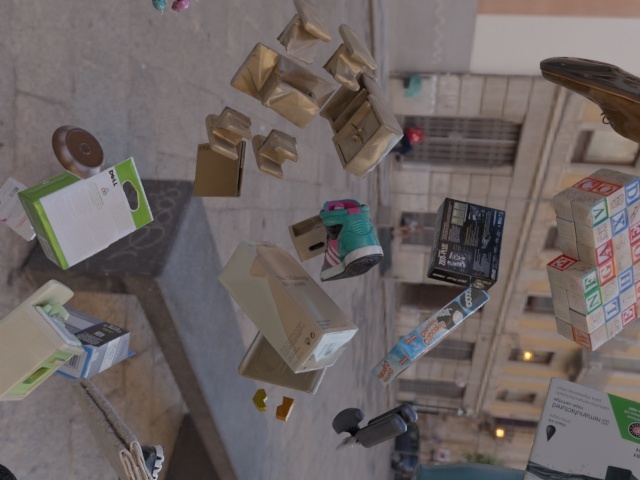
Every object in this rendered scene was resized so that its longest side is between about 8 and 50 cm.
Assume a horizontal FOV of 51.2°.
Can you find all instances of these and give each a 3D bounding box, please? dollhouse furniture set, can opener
[{"bbox_3d":[-0.024,-0.350,1.594,0.362,0.394,0.256,-47,-140,28],"label":"dollhouse furniture set"},{"bbox_3d":[0.103,0.408,1.494,0.076,0.095,0.283,-32,171,-37],"label":"can opener"}]

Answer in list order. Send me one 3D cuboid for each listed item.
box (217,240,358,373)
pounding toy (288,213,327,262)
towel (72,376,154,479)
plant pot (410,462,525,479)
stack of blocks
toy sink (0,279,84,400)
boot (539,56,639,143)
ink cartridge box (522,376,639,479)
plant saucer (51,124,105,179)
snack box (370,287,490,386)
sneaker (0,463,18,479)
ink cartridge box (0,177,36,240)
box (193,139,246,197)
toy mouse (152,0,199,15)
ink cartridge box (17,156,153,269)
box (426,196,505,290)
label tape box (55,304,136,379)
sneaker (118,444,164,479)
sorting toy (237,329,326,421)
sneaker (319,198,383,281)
[{"bbox_3d":[-0.078,0.143,1.518,0.148,0.311,0.121,1,128,-54],"label":"box"},{"bbox_3d":[0.000,0.000,1.814,0.130,0.141,0.100,-112,180,-67],"label":"pounding toy"},{"bbox_3d":[-0.409,0.402,1.337,0.049,0.282,0.187,-27,124,-29],"label":"towel"},{"bbox_3d":[0.311,0.601,1.431,0.271,0.255,0.271,12,90,-84],"label":"plant pot"},{"bbox_3d":[0.519,0.036,1.256,0.087,0.171,0.297,31,-35,56],"label":"stack of blocks"},{"bbox_3d":[-0.596,0.216,1.407,0.234,0.131,0.153,-42,174,-13],"label":"toy sink"},{"bbox_3d":[0.543,-0.259,1.251,0.112,0.305,0.115,-35,143,-35],"label":"boot"},{"bbox_3d":[0.349,0.301,0.868,0.087,0.153,0.208,35,71,-65],"label":"ink cartridge box"},{"bbox_3d":[-0.771,-0.292,2.162,0.198,0.036,0.198,40,35,-37],"label":"plant saucer"},{"bbox_3d":[0.287,0.245,1.741,0.322,0.060,0.187,-30,161,-33],"label":"snack box"},{"bbox_3d":[-0.813,0.570,1.615,0.084,0.235,0.097,-58,166,-29],"label":"sneaker"},{"bbox_3d":[-0.795,-0.076,1.800,0.104,0.181,0.061,-53,160,-5],"label":"ink cartridge box"},{"bbox_3d":[-0.299,-0.208,1.965,0.021,0.201,0.164,7,88,-48],"label":"box"},{"bbox_3d":[-0.451,-0.717,2.015,0.161,0.143,0.031,4,60,-43],"label":"toy mouse"},{"bbox_3d":[-0.554,-0.077,1.603,0.255,0.097,0.188,-33,128,-32],"label":"ink cartridge box"},{"bbox_3d":[0.337,0.009,1.548,0.077,0.147,0.180,105,-2,-69],"label":"box"},{"bbox_3d":[-0.677,0.268,1.873,0.334,0.241,0.106,-26,136,-81],"label":"label tape box"},{"bbox_3d":[-0.458,0.618,1.652,0.106,0.078,0.234,26,56,-37],"label":"sneaker"},{"bbox_3d":[-0.105,0.357,1.850,0.307,0.229,0.041,-61,157,-44],"label":"sorting toy"},{"bbox_3d":[0.051,-0.007,1.606,0.295,0.124,0.178,138,-58,-66],"label":"sneaker"}]
